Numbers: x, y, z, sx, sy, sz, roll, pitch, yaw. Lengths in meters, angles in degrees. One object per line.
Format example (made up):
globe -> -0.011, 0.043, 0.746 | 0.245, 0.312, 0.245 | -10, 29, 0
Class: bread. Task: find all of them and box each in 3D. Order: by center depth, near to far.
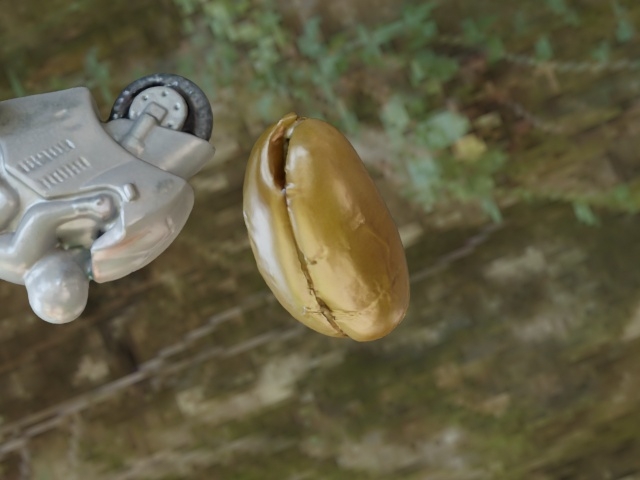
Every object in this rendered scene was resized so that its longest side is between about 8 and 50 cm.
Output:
bread -> 0.000, 0.000, 1.408 | 0.077, 0.114, 0.189 | -49, -50, -36

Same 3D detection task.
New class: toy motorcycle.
toy motorcycle -> -0.194, -0.024, 1.357 | 0.110, 0.260, 0.171 | 79, 178, -70
